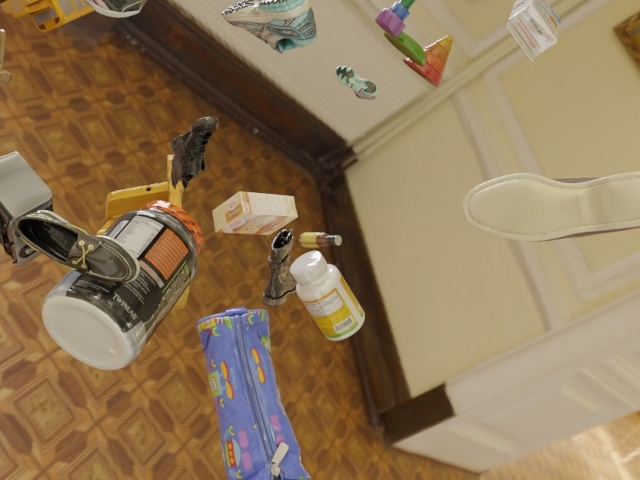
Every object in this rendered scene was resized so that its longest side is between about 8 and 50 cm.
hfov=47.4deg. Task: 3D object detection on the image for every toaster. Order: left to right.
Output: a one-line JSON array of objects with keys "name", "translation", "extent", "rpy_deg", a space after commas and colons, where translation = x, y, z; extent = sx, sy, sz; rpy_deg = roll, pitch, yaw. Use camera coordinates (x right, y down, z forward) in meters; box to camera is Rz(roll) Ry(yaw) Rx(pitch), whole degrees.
[{"name": "toaster", "translation": [-0.616, -0.067, 1.460], "extent": [0.110, 0.168, 0.185], "rpy_deg": [-34, 69, -33]}]

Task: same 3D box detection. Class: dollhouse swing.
[{"name": "dollhouse swing", "translation": [-0.488, -0.022, 1.938], "extent": [0.305, 0.315, 0.347], "rpy_deg": [79, 2, -61]}]

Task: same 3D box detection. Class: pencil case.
[{"name": "pencil case", "translation": [-0.106, 0.250, 1.120], "extent": [0.119, 0.133, 0.306], "rpy_deg": [-8, 69, -22]}]

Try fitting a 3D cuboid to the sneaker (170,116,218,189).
[{"name": "sneaker", "translation": [-0.240, -0.166, 1.398], "extent": [0.051, 0.170, 0.089], "rpy_deg": [-8, 79, -44]}]

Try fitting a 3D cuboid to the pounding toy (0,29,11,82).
[{"name": "pounding toy", "translation": [-0.921, -0.502, 1.914], "extent": [0.269, 0.154, 0.155], "rpy_deg": [115, -23, -70]}]

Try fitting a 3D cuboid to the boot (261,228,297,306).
[{"name": "boot", "translation": [-0.114, 0.068, 2.330], "extent": [0.091, 0.229, 0.263], "rpy_deg": [13, 24, 8]}]

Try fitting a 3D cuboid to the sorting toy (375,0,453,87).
[{"name": "sorting toy", "translation": [0.249, -0.504, 1.791], "extent": [0.127, 0.126, 0.365], "rpy_deg": [43, 8, 25]}]

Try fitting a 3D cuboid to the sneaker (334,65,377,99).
[{"name": "sneaker", "translation": [0.072, -0.319, 1.510], "extent": [0.098, 0.038, 0.069], "rpy_deg": [35, -6, 8]}]

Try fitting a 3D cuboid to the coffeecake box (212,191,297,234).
[{"name": "coffeecake box", "translation": [-0.182, -0.073, 2.019], "extent": [0.185, 0.142, 0.068], "rpy_deg": [3, 68, -41]}]

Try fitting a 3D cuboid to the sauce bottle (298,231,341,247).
[{"name": "sauce bottle", "translation": [0.000, 0.000, 1.852], "extent": [0.042, 0.128, 0.042], "rpy_deg": [-4, 95, -46]}]

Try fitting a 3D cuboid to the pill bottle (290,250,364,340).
[{"name": "pill bottle", "translation": [0.015, 0.154, 2.075], "extent": [0.246, 0.136, 0.136], "rpy_deg": [59, 22, -26]}]

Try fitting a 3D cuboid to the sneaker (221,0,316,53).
[{"name": "sneaker", "translation": [-0.107, -0.440, 1.495], "extent": [0.283, 0.110, 0.122], "rpy_deg": [23, -36, 56]}]

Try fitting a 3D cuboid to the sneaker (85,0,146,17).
[{"name": "sneaker", "translation": [-0.369, -0.422, 1.185], "extent": [0.178, 0.077, 0.072], "rpy_deg": [13, 67, -3]}]

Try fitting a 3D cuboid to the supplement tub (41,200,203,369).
[{"name": "supplement tub", "translation": [-0.385, 0.078, 1.484], "extent": [0.207, 0.207, 0.338], "rpy_deg": [49, 40, -18]}]

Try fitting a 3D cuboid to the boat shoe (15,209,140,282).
[{"name": "boat shoe", "translation": [-0.433, 0.017, 1.296], "extent": [0.227, 0.081, 0.068], "rpy_deg": [25, 8, 5]}]

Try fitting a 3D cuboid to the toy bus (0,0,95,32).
[{"name": "toy bus", "translation": [-0.663, -0.639, 1.894], "extent": [0.333, 0.108, 0.130], "rpy_deg": [-52, 127, -48]}]

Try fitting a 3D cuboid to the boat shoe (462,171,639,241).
[{"name": "boat shoe", "translation": [0.408, -0.055, 1.232], "extent": [0.096, 0.324, 0.117], "rpy_deg": [19, 68, -69]}]

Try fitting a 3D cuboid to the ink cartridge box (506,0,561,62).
[{"name": "ink cartridge box", "translation": [0.472, -0.477, 1.606], "extent": [0.104, 0.061, 0.181], "rpy_deg": [48, 37, -15]}]
